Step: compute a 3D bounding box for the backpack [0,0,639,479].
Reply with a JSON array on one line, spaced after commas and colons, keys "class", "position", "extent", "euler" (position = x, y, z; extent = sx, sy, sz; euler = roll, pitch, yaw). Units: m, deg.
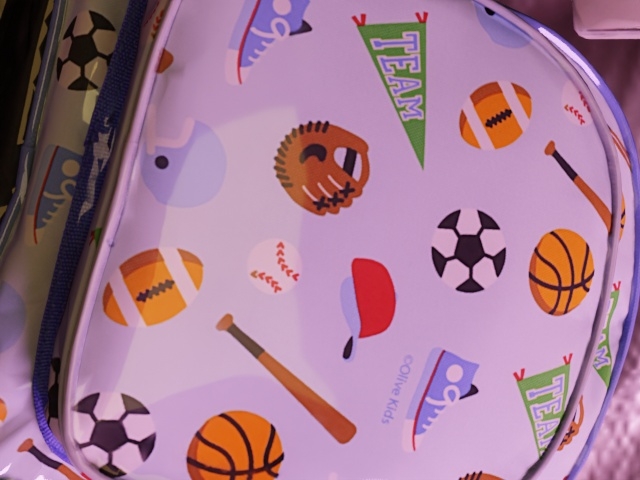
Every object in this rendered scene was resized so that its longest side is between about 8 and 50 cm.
[{"class": "backpack", "position": [0.000, 0.000, 0.459], "extent": [0.263, 0.213, 0.276], "euler": [16, 92, -29]}]

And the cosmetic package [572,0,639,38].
[{"class": "cosmetic package", "position": [0.244, -0.171, 0.485], "extent": [0.309, 0.113, 0.160], "euler": [-12, 104, -35]}]
